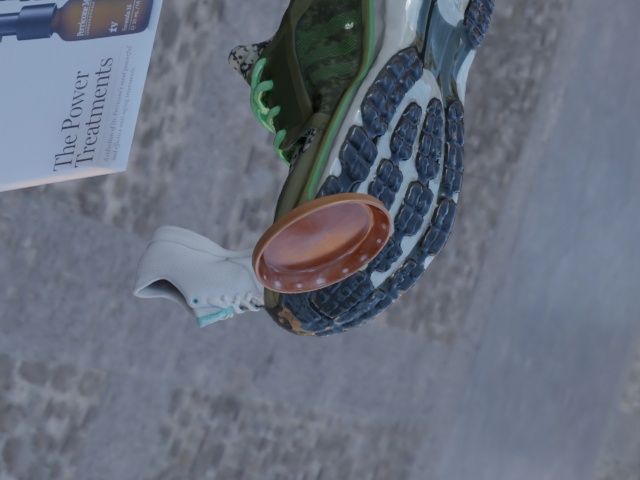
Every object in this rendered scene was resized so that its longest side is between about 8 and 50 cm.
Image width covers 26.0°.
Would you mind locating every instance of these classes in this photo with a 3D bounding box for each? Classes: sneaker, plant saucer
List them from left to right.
[{"bbox_3d":[-0.093,0.054,1.440,0.080,0.212,0.094,80,27,-49],"label":"sneaker"},{"bbox_3d":[0.000,0.000,0.785,0.083,0.013,0.083,-19,148,-12],"label":"plant saucer"},{"bbox_3d":[0.009,-0.107,1.053,0.158,0.182,0.410,49,48,-43],"label":"sneaker"}]

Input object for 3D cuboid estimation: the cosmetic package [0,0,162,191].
[{"bbox_3d":[-0.293,-0.216,1.299,0.284,0.097,0.377,-11,135,-33],"label":"cosmetic package"}]
